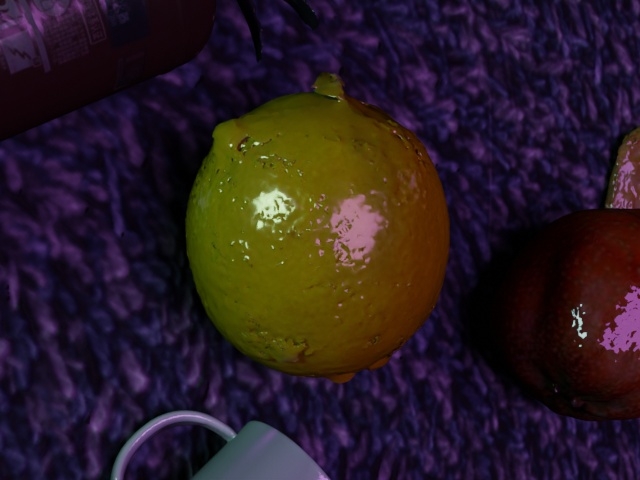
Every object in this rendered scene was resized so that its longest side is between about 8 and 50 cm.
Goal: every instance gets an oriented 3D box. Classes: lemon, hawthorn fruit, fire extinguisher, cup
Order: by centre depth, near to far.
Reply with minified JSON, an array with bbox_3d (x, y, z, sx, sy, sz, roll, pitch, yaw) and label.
[{"bbox_3d":[-0.161,-0.115,0.622,0.337,0.114,0.135,-30,89,-30],"label":"fire extinguisher"},{"bbox_3d":[0.000,0.000,0.714,0.173,0.173,0.206,-31,113,-30],"label":"lemon"},{"bbox_3d":[-0.070,0.187,0.734,0.133,0.136,0.099,-43,149,-25],"label":"cup"},{"bbox_3d":[0.225,0.049,0.889,0.169,0.169,0.188,41,66,-30],"label":"hawthorn fruit"}]

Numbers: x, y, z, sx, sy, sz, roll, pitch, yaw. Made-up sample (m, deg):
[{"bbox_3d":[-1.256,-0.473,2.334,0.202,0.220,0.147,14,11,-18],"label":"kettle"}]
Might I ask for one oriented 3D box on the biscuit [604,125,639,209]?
[{"bbox_3d":[0.297,0.015,1.010,0.118,0.029,0.247,14,84,-35],"label":"biscuit"}]
